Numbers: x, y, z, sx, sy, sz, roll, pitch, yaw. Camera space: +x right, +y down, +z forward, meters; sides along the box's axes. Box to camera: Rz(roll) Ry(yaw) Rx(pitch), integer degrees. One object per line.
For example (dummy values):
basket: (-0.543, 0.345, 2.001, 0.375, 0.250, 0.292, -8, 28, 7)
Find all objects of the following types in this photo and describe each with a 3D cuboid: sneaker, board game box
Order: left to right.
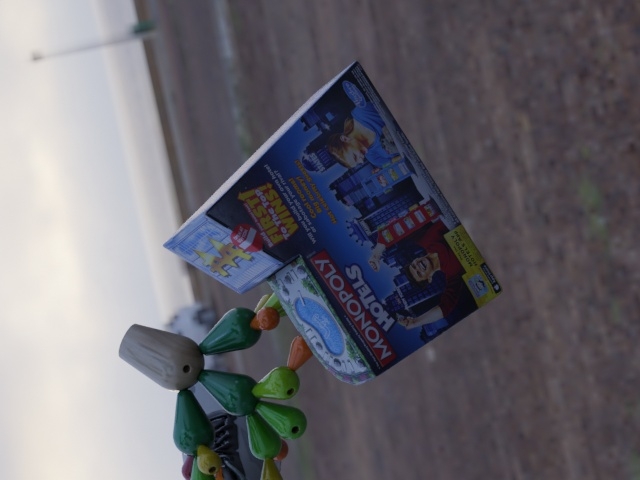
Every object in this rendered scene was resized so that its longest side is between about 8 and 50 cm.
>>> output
sneaker: (-0.094, 0.232, 1.888, 0.108, 0.100, 0.271, 59, -171, -46)
board game box: (0.000, 0.000, 1.251, 0.060, 0.194, 0.194, -36, 85, 49)

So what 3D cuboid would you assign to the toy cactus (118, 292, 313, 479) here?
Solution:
toy cactus: (-0.087, 0.121, 1.638, 0.219, 0.181, 0.112, -67, -12, 9)
